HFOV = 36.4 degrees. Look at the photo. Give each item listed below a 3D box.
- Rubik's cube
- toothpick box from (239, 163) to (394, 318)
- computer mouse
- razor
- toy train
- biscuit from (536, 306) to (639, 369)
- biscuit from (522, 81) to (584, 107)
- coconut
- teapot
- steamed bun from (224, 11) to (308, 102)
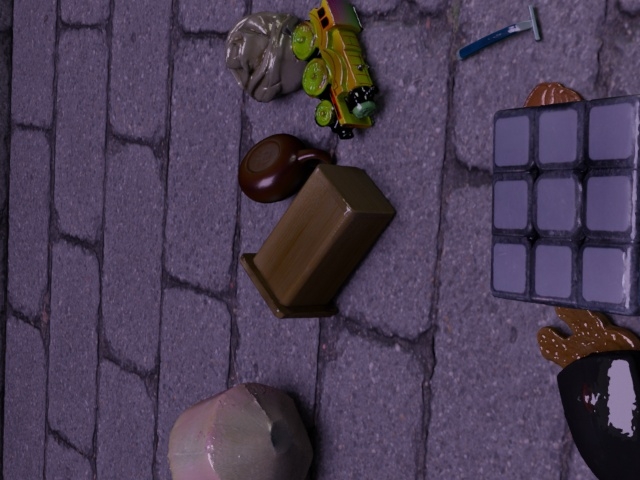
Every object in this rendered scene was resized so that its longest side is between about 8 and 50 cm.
[{"bbox_3d":[0.459,-0.050,1.455,0.304,0.301,0.305,2,93,60],"label":"Rubik's cube"},{"bbox_3d":[0.000,0.000,2.102,0.308,0.190,0.187,-54,54,29],"label":"toothpick box"},{"bbox_3d":[0.489,0.315,1.597,0.170,0.100,0.269,-28,83,47],"label":"computer mouse"},{"bbox_3d":[0.323,-0.375,1.819,0.191,0.037,0.068,-15,82,47],"label":"razor"},{"bbox_3d":[0.037,-0.367,2.090,0.161,0.101,0.296,-33,68,42],"label":"toy train"},{"bbox_3d":[0.482,0.202,1.673,0.236,0.040,0.144,43,131,30],"label":"biscuit"},{"bbox_3d":[0.416,-0.229,1.737,0.130,0.019,0.102,31,113,44],"label":"biscuit"},{"bbox_3d":[-0.172,0.483,2.247,0.310,0.298,0.297,-22,76,48],"label":"coconut"},{"bbox_3d":[-0.079,-0.158,2.227,0.252,0.135,0.178,-10,54,30],"label":"teapot"},{"bbox_3d":[-0.141,-0.432,2.251,0.211,0.144,0.217,-30,71,44],"label":"steamed bun"}]
